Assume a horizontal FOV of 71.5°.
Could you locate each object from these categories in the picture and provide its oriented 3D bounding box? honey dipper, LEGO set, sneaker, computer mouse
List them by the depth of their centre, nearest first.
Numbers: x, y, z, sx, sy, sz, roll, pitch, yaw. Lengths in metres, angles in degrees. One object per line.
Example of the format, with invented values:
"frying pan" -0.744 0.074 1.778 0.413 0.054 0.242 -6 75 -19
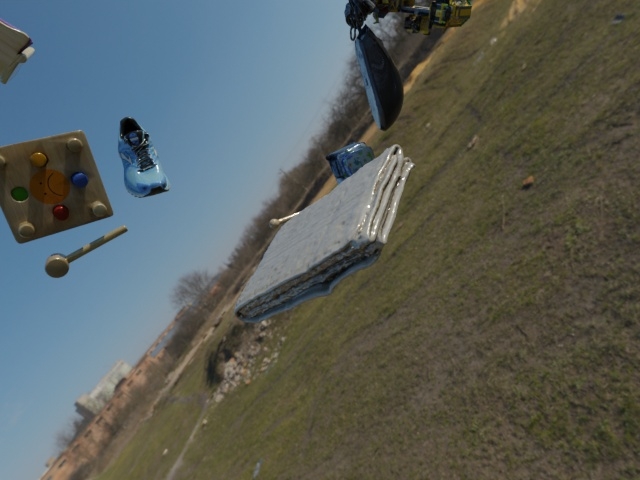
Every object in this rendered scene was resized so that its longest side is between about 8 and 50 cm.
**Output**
"sneaker" -0.283 -0.130 0.685 0.063 0.162 0.073 -21 -34 -25
"honey dipper" -0.024 -0.055 0.836 0.160 0.031 0.030 -21 -9 -27
"LEGO set" 0.178 -0.575 0.877 0.192 0.255 0.332 -23 -42 -33
"computer mouse" 0.123 -0.368 0.928 0.072 0.273 0.188 -18 19 2

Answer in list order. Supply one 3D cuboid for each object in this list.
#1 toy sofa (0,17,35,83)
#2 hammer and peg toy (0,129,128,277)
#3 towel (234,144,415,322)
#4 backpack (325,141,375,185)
"toy sofa" -1.079 -0.671 1.353 0.177 0.362 0.150 -48 35 10
"hammer and peg toy" -0.718 -0.100 1.230 0.265 0.362 0.127 -23 22 -28
"towel" 0.000 0.000 0.587 0.282 0.049 0.187 -30 24 45
"backpack" 0.085 -0.172 1.087 0.105 0.115 0.084 -31 22 -26
